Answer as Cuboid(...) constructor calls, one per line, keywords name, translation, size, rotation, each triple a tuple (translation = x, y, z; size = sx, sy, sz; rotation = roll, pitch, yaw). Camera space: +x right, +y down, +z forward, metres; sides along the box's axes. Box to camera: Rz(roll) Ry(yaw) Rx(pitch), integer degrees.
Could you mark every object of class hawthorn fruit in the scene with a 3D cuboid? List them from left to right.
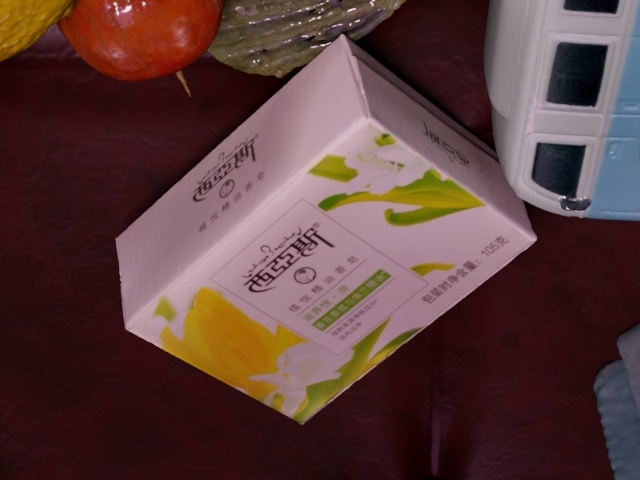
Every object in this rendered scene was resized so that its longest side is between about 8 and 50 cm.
Cuboid(name="hawthorn fruit", translation=(-0.122, -0.166, 1.093), size=(0.125, 0.125, 0.140), rotation=(-29, 95, 17))

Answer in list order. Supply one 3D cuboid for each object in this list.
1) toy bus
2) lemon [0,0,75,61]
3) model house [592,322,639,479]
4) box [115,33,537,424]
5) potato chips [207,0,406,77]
Cuboid(name="toy bus", translation=(0.197, -0.136, 1.076), size=(0.164, 0.133, 0.271), rotation=(0, 138, -2))
Cuboid(name="lemon", translation=(-0.266, -0.223, 0.968), size=(0.321, 0.268, 0.268), rotation=(-14, 123, 19))
Cuboid(name="model house", translation=(0.383, 0.208, 1.220), size=(0.295, 0.329, 0.252), rotation=(-26, 116, 18))
Cuboid(name="box", translation=(0.000, 0.000, 1.193), size=(0.194, 0.111, 0.260), rotation=(32, 121, -34))
Cuboid(name="potato chips", translation=(0.005, -0.181, 1.138), size=(0.207, 0.028, 0.092), rotation=(-21, 104, 11))
